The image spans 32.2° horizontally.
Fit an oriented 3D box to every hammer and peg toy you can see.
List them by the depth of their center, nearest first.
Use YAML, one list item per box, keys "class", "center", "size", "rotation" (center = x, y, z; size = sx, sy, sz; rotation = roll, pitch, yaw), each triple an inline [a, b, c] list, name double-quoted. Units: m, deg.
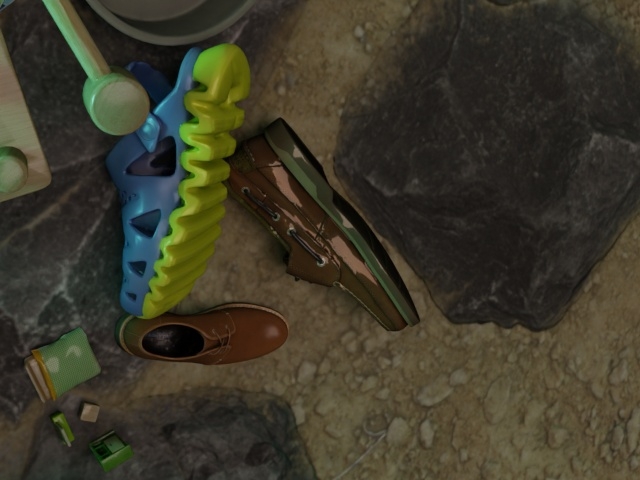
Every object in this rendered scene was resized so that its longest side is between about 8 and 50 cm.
- class: "hammer and peg toy"
  center: [-0.364, -0.156, 1.051]
  size: [0.361, 0.127, 0.265]
  rotation: [-20, 110, -10]

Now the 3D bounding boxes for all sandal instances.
- class: "sandal"
  center: [-0.175, -0.070, 1.217]
  size: [0.138, 0.126, 0.317]
  rotation: [16, 99, 13]

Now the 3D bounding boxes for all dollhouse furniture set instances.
- class: "dollhouse furniture set"
  center: [-0.265, 0.181, 1.235]
  size: [0.076, 0.058, 0.151]
  rotation: [-28, 110, -21]

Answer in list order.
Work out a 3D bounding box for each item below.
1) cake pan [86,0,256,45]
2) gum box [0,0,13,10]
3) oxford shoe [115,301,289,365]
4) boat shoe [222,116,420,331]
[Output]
- class: "cake pan"
  center: [-0.160, -0.354, 1.159]
  size: [0.293, 0.054, 0.293]
  rotation: [-18, 118, -38]
- class: "gum box"
  center: [-0.374, -0.310, 1.105]
  size: [0.157, 0.041, 0.184]
  rotation: [-41, 115, -15]
- class: "oxford shoe"
  center: [-0.125, 0.116, 1.287]
  size: [0.212, 0.076, 0.076]
  rotation: [-2, 98, -28]
- class: "boat shoe"
  center: [0.000, 0.000, 1.322]
  size: [0.104, 0.110, 0.307]
  rotation: [-35, 106, 8]
